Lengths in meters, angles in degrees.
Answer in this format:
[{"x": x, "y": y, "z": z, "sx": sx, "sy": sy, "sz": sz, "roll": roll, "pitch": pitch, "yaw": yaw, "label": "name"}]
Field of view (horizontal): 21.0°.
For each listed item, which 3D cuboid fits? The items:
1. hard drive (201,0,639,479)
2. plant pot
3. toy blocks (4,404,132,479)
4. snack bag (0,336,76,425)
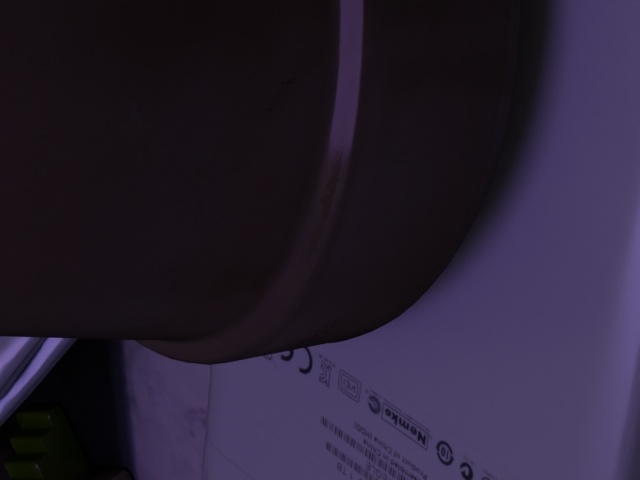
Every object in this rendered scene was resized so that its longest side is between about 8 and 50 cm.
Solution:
[{"x": 0.046, "y": 0.002, "z": 0.665, "sx": 0.233, "sy": 0.047, "sz": 0.353, "roll": 32, "pitch": 127, "yaw": 41, "label": "hard drive"}, {"x": -0.138, "y": -0.092, "z": 0.598, "sx": 0.323, "sy": 0.280, "sz": 0.323, "roll": 27, "pitch": 124, "yaw": 50, "label": "plant pot"}, {"x": -0.184, "y": 0.336, "z": 1.106, "sx": 0.191, "sy": 0.261, "sz": 0.381, "roll": -8, "pitch": 111, "yaw": 53, "label": "toy blocks"}, {"x": -0.299, "y": 0.005, "z": 1.019, "sx": 0.323, "sy": 0.037, "sz": 0.342, "roll": 46, "pitch": 108, "yaw": 15, "label": "snack bag"}]
